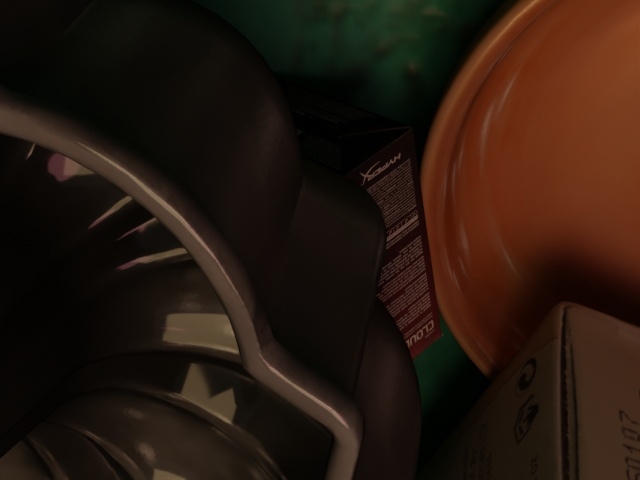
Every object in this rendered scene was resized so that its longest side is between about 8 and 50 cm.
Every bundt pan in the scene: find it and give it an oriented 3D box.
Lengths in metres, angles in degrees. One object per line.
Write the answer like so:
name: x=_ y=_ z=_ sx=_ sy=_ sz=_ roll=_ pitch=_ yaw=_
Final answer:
bundt pan: x=-0.120 y=0.033 z=0.522 sx=0.331 sy=0.124 sz=0.331 roll=10 pitch=129 yaw=13

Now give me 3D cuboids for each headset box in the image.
headset box: x=0.000 y=0.000 z=0.558 sx=0.062 sy=0.032 sz=0.083 roll=23 pitch=138 yaw=40

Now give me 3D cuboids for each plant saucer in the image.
plant saucer: x=0.128 y=-0.017 z=0.558 sx=0.200 sy=0.037 sz=0.200 roll=1 pitch=126 yaw=1

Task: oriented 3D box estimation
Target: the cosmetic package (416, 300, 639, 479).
cosmetic package: x=0.069 y=0.176 z=0.625 sx=0.160 sy=0.113 sz=0.309 roll=22 pitch=132 yaw=-15
